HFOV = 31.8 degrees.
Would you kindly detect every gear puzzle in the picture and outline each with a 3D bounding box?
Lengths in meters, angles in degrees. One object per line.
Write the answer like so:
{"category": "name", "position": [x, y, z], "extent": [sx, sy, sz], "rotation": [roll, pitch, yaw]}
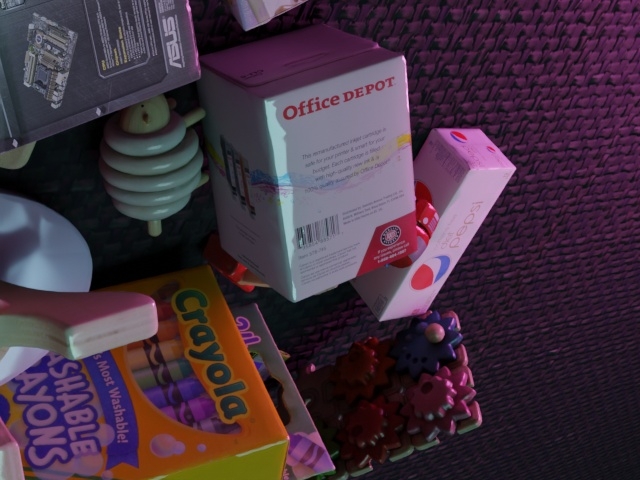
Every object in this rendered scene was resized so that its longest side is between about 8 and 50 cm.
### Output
{"category": "gear puzzle", "position": [0.008, 0.188, 1.245], "extent": [0.338, 0.175, 0.044], "rotation": [-26, 132, 18]}

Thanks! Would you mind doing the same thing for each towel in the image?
{"category": "towel", "position": [-0.078, 0.153, 1.272], "extent": [0.083, 0.009, 0.060], "rotation": [-47, 145, 14]}

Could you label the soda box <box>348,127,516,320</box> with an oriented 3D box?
{"category": "soda box", "position": [0.114, -0.015, 1.192], "extent": [0.073, 0.069, 0.216], "rotation": [-5, 136, -40]}

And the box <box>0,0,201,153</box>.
{"category": "box", "position": [-0.176, -0.176, 0.667], "extent": [0.183, 0.056, 0.231], "rotation": [-25, 130, -24]}

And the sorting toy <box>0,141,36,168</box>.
{"category": "sorting toy", "position": [-0.263, -0.133, 0.724], "extent": [0.208, 0.038, 0.193], "rotation": [4, 129, -40]}

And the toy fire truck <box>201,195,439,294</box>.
{"category": "toy fire truck", "position": [0.000, 0.000, 1.039], "extent": [0.135, 0.192, 0.047], "rotation": [-62, 151, -14]}

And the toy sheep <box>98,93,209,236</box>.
{"category": "toy sheep", "position": [-0.132, -0.061, 0.888], "extent": [0.091, 0.091, 0.132], "rotation": [-20, 125, -25]}

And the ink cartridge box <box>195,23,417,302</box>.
{"category": "ink cartridge box", "position": [-0.011, -0.068, 0.906], "extent": [0.128, 0.127, 0.176], "rotation": [-20, 122, -25]}

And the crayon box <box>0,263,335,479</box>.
{"category": "crayon box", "position": [-0.166, 0.139, 0.956], "extent": [0.322, 0.203, 0.083], "rotation": [-13, 141, -21]}

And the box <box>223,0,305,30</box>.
{"category": "box", "position": [-0.064, -0.274, 0.705], "extent": [0.063, 0.067, 0.324], "rotation": [-29, 147, -11]}

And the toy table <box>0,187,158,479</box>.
{"category": "toy table", "position": [-0.266, 0.067, 0.791], "extent": [0.274, 0.161, 0.252], "rotation": [-28, 120, -26]}
